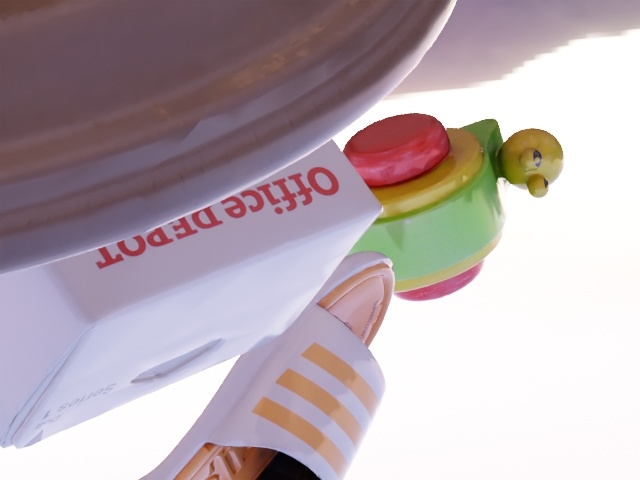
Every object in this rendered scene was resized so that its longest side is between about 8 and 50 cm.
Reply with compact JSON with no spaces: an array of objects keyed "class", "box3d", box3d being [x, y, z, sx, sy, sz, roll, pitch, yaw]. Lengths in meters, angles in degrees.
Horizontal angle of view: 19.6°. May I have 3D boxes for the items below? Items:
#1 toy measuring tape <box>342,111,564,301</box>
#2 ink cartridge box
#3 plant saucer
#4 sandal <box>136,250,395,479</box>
[{"class":"toy measuring tape","box3d":[0.000,0.000,1.176,0.330,0.121,0.121,-19,-172,3]},{"class":"ink cartridge box","box3d":[-0.104,-0.051,0.714,0.160,0.219,0.092,-23,161,-44]},{"class":"plant saucer","box3d":[-0.106,-0.079,0.407,0.278,0.041,0.278,-1,-146,1]},{"class":"sandal","box3d":[-0.030,0.125,0.986,0.076,0.265,0.102,35,166,26]}]
